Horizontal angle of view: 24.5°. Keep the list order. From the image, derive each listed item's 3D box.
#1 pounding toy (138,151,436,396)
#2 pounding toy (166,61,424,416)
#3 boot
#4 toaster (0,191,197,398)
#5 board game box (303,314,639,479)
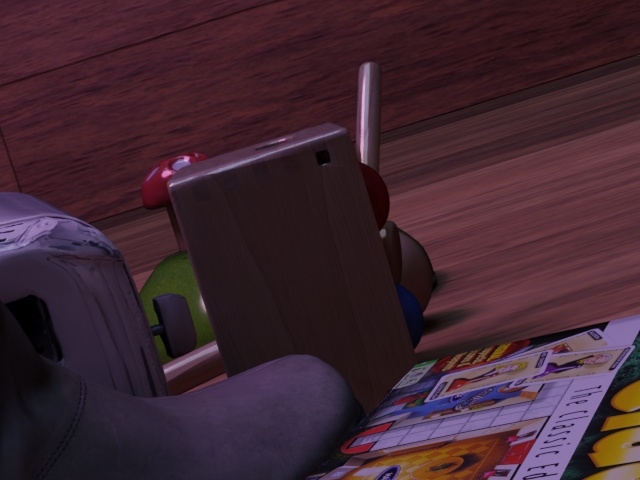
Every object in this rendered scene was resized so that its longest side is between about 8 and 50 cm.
[{"bbox_3d":[-0.037,0.000,0.802,0.183,0.110,0.237,-17,6,0],"label":"pounding toy"},{"bbox_3d":[0.000,0.000,0.615,0.100,0.130,0.141,-17,6,-1],"label":"pounding toy"},{"bbox_3d":[-0.094,0.036,0.420,0.246,0.161,0.083,-23,9,-40],"label":"boot"},{"bbox_3d":[-0.160,0.062,0.530,0.227,0.129,0.146,-19,9,-23],"label":"toaster"},{"bbox_3d":[0.051,0.067,0.377,0.136,0.030,0.259,-12,8,22],"label":"board game box"}]
